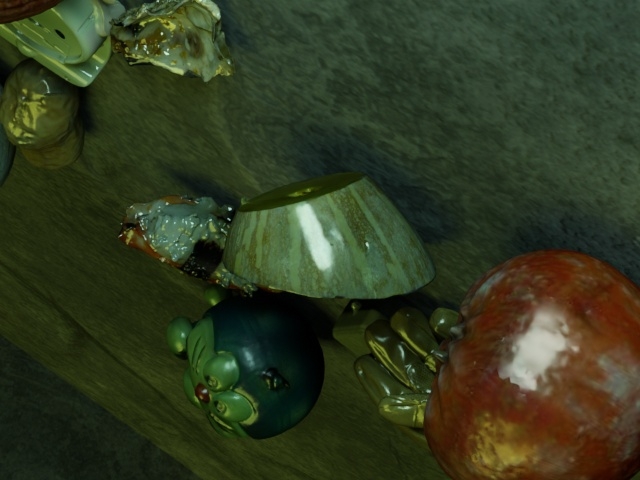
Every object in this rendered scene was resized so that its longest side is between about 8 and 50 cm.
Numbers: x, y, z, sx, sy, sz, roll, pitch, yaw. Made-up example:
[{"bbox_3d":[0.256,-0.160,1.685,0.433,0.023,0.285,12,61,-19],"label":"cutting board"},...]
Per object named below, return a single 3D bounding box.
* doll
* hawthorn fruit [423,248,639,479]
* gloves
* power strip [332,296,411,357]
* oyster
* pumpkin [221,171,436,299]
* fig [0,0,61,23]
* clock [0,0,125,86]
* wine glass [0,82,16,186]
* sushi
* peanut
[{"bbox_3d":[-0.103,0.165,1.748,0.322,0.186,0.198,-152,43,-69],"label":"doll"},{"bbox_3d":[0.234,0.139,1.125,0.272,0.242,0.242,21,160,0],"label":"hawthorn fruit"},{"bbox_3d":[0.188,0.179,1.389,0.331,0.154,0.141,12,151,29],"label":"gloves"},{"bbox_3d":[0.131,0.155,1.532,0.257,0.070,0.105,39,159,-15],"label":"power strip"},{"bbox_3d":[-0.139,-0.190,1.150,0.148,0.051,0.103,2,144,28],"label":"oyster"},{"bbox_3d":[0.006,-0.015,1.237,0.217,0.217,0.110,14,115,41],"label":"pumpkin"},{"bbox_3d":[-0.236,-0.235,1.067,0.201,0.146,0.134,24,-162,-2],"label":"fig"},{"bbox_3d":[-0.265,-0.234,1.220,0.151,0.062,0.191,35,159,-7],"label":"clock"},{"bbox_3d":[-0.486,-0.134,1.508,0.238,0.238,0.323,31,174,3],"label":"wine glass"},{"bbox_3d":[-0.130,0.002,1.527,0.226,0.097,0.103,24,170,-23],"label":"sushi"},{"bbox_3d":[-0.328,-0.147,1.489,0.099,0.099,0.214,31,166,5],"label":"peanut"}]
